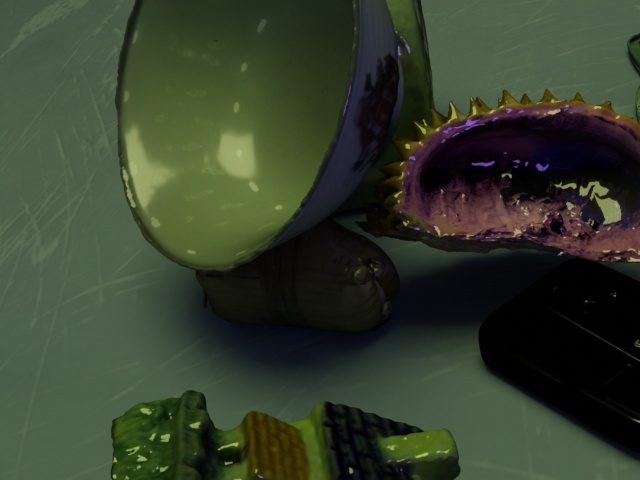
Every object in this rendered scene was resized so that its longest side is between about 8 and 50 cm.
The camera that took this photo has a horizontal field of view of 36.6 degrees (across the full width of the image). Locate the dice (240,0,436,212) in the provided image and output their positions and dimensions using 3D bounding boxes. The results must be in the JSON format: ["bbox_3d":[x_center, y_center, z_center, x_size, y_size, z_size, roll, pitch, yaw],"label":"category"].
[{"bbox_3d":[-0.004,-0.194,1.091,0.250,0.251,0.254,-7,34,9],"label":"dice"}]

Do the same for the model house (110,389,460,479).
[{"bbox_3d":[-0.004,0.188,0.596,0.212,0.170,0.194,-14,31,-1],"label":"model house"}]

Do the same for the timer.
[{"bbox_3d":[0.231,0.079,0.773,0.144,0.055,0.187,-32,36,-25],"label":"timer"}]

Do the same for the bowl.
[{"bbox_3d":[-0.030,-0.134,0.852,0.158,0.337,0.337,6,16,-41],"label":"bowl"}]

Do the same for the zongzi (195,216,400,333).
[{"bbox_3d":[0.000,0.000,0.925,0.195,0.099,0.197,7,44,28],"label":"zongzi"}]

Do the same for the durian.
[{"bbox_3d":[0.167,-0.038,0.855,0.261,0.186,0.153,11,68,-12],"label":"durian"}]

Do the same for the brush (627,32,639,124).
[{"bbox_3d":[0.392,-0.195,1.120,0.068,0.060,0.296,-7,34,14],"label":"brush"}]
